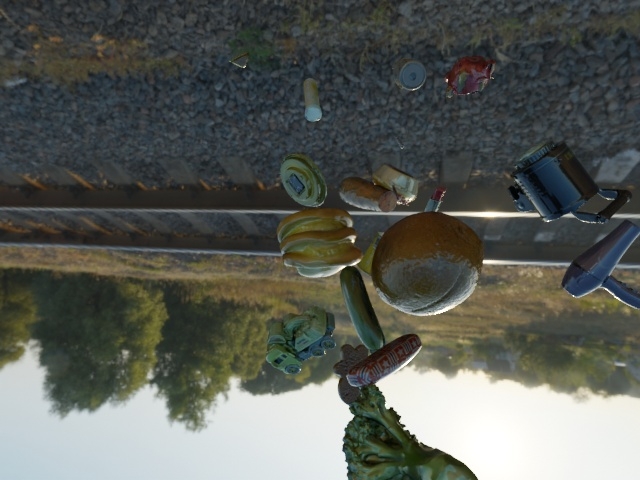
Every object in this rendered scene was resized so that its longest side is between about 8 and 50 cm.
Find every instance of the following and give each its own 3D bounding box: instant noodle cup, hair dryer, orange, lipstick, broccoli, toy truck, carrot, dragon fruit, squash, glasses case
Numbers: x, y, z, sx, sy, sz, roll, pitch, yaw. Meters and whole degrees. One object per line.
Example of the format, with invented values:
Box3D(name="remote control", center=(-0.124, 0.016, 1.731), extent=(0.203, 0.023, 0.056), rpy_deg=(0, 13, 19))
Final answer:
Box3D(name="instant noodle cup", center=(0.340, 0.084, 2.154), extent=(0.264, 0.200, 0.264), rpy_deg=(20, -168, -4))
Box3D(name="hair dryer", center=(1.058, 0.132, 1.460), extent=(0.361, 0.301, 0.121), rpy_deg=(34, -156, 4))
Box3D(name="orange", center=(0.327, 0.079, 1.359), extent=(0.321, 0.322, 0.357), rpy_deg=(12, 141, -29))
Box3D(name="lipstick", center=(0.385, -0.091, 1.522), extent=(0.051, 0.051, 0.312), rpy_deg=(24, 148, 13))
Box3D(name="broccoli", center=(0.220, 0.567, 1.006), extent=(0.397, 0.275, 0.353), rpy_deg=(5, 135, 55))
Box3D(name="toy truck", center=(-0.055, 0.225, 0.998), extent=(0.116, 0.085, 0.191), rpy_deg=(34, 122, -25))
Box3D(name="carrot", center=(0.202, -0.199, 1.906), extent=(0.138, 0.139, 0.301), rpy_deg=(16, -169, -38))
Box3D(name="dragon fruit", center=(0.367, -0.421, 1.064), extent=(0.126, 0.112, 0.068), rpy_deg=(-10, 142, 17))
Box3D(name="squash", center=(0.135, 0.233, 1.358), extent=(0.087, 0.332, 0.087), rpy_deg=(-19, 165, -5))
Box3D(name="glasses case", center=(0.142, 0.254, 0.901), extent=(0.194, 0.049, 0.073), rpy_deg=(-21, 175, -36))

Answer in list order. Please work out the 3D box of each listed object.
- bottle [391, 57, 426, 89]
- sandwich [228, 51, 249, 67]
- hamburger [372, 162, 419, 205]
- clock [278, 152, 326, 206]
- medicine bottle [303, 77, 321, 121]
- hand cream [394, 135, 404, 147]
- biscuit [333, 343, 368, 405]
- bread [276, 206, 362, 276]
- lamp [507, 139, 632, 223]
Box3D(name="bottle", center=(0.287, -0.551, 1.416), extent=(0.098, 0.099, 0.152), rpy_deg=(7, -155, -10))
Box3D(name="sandwich", center=(-0.288, -0.649, 1.557), extent=(0.031, 0.083, 0.044), rpy_deg=(30, 151, 48))
Box3D(name="hamburger", center=(0.347, -0.261, 2.003), extent=(0.227, 0.152, 0.295), rpy_deg=(32, -162, 10))
Box3D(name="clock", center=(-0.080, -0.225, 1.677), extent=(0.057, 0.237, 0.237), rpy_deg=(-40, -165, -35))
Box3D(name="medicine bottle", center=(-0.039, -0.624, 1.893), extent=(0.073, 0.218, 0.074), rpy_deg=(-4, 144, -3))
Box3D(name="hand cream", center=(0.398, -0.496, 2.149), extent=(0.030, 0.093, 0.019), rpy_deg=(-6, 145, -15))
Box3D(name="biscuit", center=(0.131, 0.527, 1.685), extent=(0.179, 0.237, 0.039), rpy_deg=(10, 162, -23))
Box3D(name="bread", center=(0.000, 0.000, 1.609), extent=(0.315, 0.270, 0.211), rpy_deg=(-4, 142, -15))
Box3D(name="lamp", center=(0.813, -0.214, 1.493), extent=(0.205, 0.272, 0.374), rpy_deg=(-36, -162, -18))
